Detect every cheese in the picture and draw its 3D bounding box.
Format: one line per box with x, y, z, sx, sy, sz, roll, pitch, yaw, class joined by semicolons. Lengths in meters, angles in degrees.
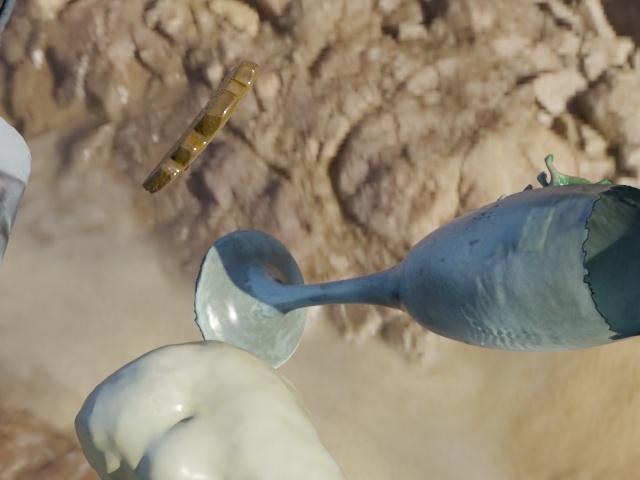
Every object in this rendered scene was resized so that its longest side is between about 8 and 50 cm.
-0.028;0.153;0.764;0.093;0.263;0.159;-31;65;-17;cheese

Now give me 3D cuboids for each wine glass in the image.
0.000;0.000;0.935;0.310;0.264;0.096;-8;66;46;wine glass

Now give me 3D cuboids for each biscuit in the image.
-0.063;-0.058;0.883;0.016;0.082;0.092;37;104;-9;biscuit

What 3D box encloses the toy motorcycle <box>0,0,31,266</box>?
-0.121;-0.015;0.285;0.073;0.152;0.225;-20;51;33;toy motorcycle

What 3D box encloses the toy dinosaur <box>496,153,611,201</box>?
0.174;-0.020;1.326;0.120;0.029;0.060;-43;64;-1;toy dinosaur
